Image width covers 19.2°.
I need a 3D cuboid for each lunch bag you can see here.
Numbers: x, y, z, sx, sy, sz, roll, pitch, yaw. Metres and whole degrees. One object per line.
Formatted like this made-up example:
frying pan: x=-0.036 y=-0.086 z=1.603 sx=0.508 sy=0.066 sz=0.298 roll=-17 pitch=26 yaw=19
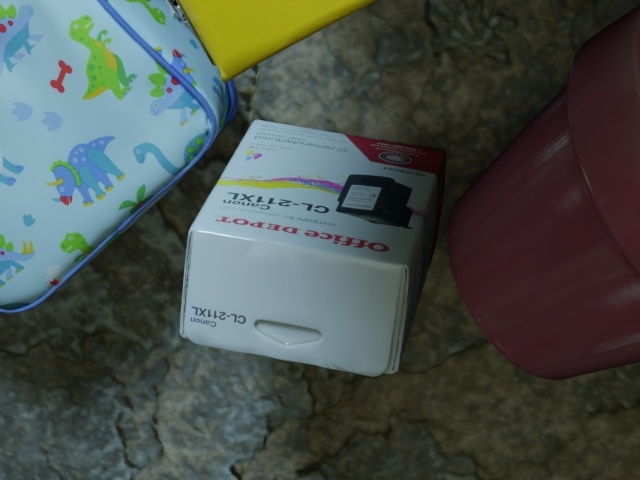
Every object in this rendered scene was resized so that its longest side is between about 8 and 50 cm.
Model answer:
lunch bag: x=-0.174 y=-0.077 z=1.165 sx=0.176 sy=0.090 sz=0.219 roll=45 pitch=114 yaw=-11

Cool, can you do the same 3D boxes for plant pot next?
plant pot: x=0.179 y=-0.013 z=1.083 sx=0.180 sy=0.201 sz=0.201 roll=-33 pitch=105 yaw=38

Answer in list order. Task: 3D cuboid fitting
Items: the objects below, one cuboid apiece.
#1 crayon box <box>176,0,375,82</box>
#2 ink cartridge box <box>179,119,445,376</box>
crayon box: x=0.095 y=-0.240 z=0.889 sx=0.313 sy=0.363 sz=0.106 roll=-27 pitch=107 yaw=21
ink cartridge box: x=0.000 y=0.000 z=1.118 sx=0.127 sy=0.175 sz=0.072 roll=10 pitch=115 yaw=6
